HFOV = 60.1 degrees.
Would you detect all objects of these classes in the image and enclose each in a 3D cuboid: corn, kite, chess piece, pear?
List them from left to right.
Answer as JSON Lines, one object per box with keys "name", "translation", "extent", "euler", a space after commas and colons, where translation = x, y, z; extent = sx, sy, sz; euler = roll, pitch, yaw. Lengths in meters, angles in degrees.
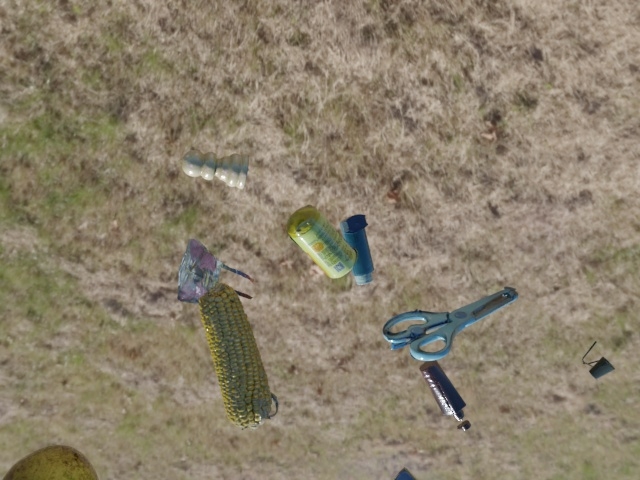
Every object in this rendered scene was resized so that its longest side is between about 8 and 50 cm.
{"name": "pear", "translation": [-0.544, 0.511, 1.122], "extent": [0.197, 0.197, 0.197], "euler": [-1, 138, -1]}
{"name": "kite", "translation": [-0.311, 0.127, 1.615], "extent": [0.022, 0.360, 0.204], "euler": [5, 102, -48]}
{"name": "chess piece", "translation": [-0.281, -0.198, 1.470], "extent": [0.170, 0.094, 0.094], "euler": [10, 136, -15]}
{"name": "corn", "translation": [-0.164, 0.225, 1.082], "extent": [0.106, 0.293, 0.106], "euler": [-16, -179, 0]}

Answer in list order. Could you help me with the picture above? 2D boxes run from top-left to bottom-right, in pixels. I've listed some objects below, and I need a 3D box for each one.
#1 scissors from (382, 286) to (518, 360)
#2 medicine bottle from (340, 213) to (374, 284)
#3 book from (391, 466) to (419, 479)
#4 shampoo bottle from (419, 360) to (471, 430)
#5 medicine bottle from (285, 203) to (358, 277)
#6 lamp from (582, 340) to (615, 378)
{"name": "scissors", "translation": [0.335, 0.193, 1.364], "extent": [0.393, 0.180, 0.032], "euler": [-19, 122, -23]}
{"name": "medicine bottle", "translation": [0.129, 0.027, 1.892], "extent": [0.079, 0.124, 0.258], "euler": [-17, 107, -13]}
{"name": "book", "translation": [0.114, 0.675, 0.987], "extent": [0.428, 0.300, 0.039], "euler": [-45, 164, -5]}
{"name": "shampoo bottle", "translation": [0.379, 0.469, 1.665], "extent": [0.236, 0.067, 0.068], "euler": [57, 158, -5]}
{"name": "medicine bottle", "translation": [0.000, 0.000, 1.654], "extent": [0.124, 0.124, 0.239], "euler": [-29, 121, 26]}
{"name": "lamp", "translation": [0.563, 0.253, 1.130], "extent": [0.041, 0.121, 0.054], "euler": [46, 110, 11]}
